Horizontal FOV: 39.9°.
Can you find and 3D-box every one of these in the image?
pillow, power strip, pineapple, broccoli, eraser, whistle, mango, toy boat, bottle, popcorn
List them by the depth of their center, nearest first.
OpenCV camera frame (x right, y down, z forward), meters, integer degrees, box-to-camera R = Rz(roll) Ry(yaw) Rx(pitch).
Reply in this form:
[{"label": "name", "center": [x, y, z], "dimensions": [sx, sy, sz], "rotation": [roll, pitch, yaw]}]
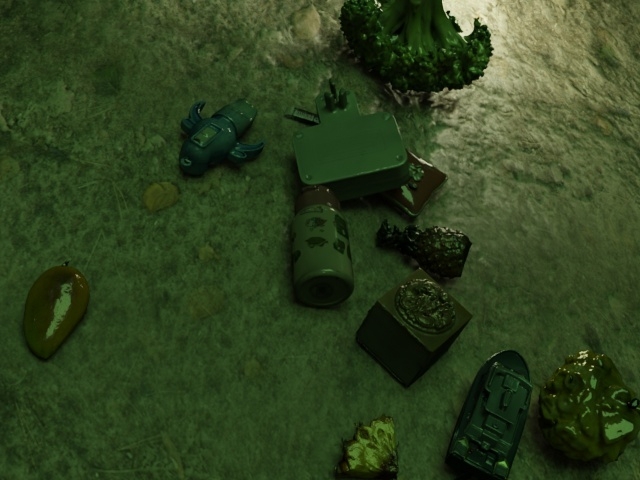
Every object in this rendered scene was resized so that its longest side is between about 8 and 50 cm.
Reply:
[{"label": "pineapple", "center": [0.086, 0.367, 1.505], "dimensions": [0.116, 0.069, 0.137], "rotation": [44, 60, 11]}, {"label": "mango", "center": [-0.456, 0.115, 1.518], "dimensions": [0.101, 0.066, 0.187], "rotation": [16, 56, -5]}, {"label": "toy boat", "center": [0.318, 0.303, 1.595], "dimensions": [0.114, 0.122, 0.296], "rotation": [28, 47, 5]}, {"label": "popcorn", "center": [0.503, 0.309, 1.626], "dimensions": [0.189, 0.169, 0.218], "rotation": [41, 54, 15]}, {"label": "bottle", "center": [0.000, 0.000, 1.741], "dimensions": [0.121, 0.120, 0.253], "rotation": [8, 48, -13]}, {"label": "pineapple", "center": [0.209, 0.011, 1.830], "dimensions": [0.198, 0.108, 0.108], "rotation": [16, 47, 10]}, {"label": "whistle", "center": [-0.219, -0.225, 1.880], "dimensions": [0.180, 0.093, 0.269], "rotation": [33, 42, 8]}, {"label": "power strip", "center": [0.053, -0.224, 1.893], "dimensions": [0.230, 0.141, 0.261], "rotation": [-12, 52, 1]}, {"label": "pillow", "center": [0.178, -0.147, 1.956], "dimensions": [0.179, 0.075, 0.171], "rotation": [34, 50, 9]}, {"label": "eraser", "center": [-0.033, -0.284, 2.034], "dimensions": [0.099, 0.019, 0.027], "rotation": [18, 61, -5]}, {"label": "broccoli", "center": [0.224, -0.513, 2.167], "dimensions": [0.277, 0.317, 0.338], "rotation": [-32, 27, -24]}]

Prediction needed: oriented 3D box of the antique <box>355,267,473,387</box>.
[{"label": "antique", "center": [0.175, 0.158, 1.651], "dimensions": [0.147, 0.148, 0.152], "rotation": [43, 48, 15]}]
